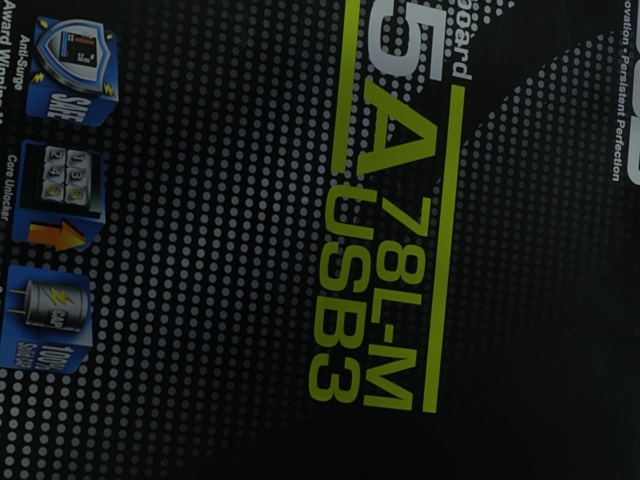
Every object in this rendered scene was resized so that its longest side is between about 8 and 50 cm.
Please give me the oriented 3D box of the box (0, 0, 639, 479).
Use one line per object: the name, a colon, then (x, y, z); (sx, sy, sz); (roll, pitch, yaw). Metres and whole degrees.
box: (0.000, 0.000, 0.420); (0.184, 0.190, 0.045); (10, 172, -28)
